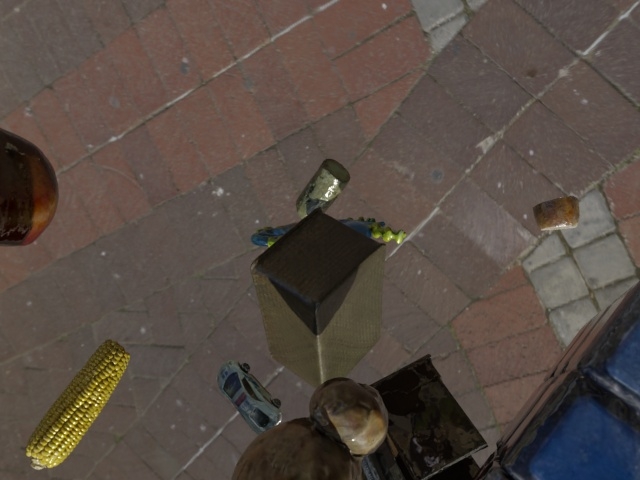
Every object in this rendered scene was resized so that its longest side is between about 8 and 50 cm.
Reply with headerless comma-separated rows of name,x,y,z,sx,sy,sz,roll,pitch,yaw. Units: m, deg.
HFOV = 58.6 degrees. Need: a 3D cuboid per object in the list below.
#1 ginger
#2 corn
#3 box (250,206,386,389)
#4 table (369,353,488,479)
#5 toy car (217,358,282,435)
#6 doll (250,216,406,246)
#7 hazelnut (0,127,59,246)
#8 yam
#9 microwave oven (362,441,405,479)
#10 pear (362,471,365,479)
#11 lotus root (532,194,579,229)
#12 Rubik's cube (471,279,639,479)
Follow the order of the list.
ginger,-0.002,0.313,0.650,0.155,0.244,0.304,17,117,49
corn,-0.365,0.247,0.865,0.067,0.067,0.206,26,67,12
box,0.006,0.110,0.993,0.143,0.184,0.273,28,143,29
table,0.269,0.485,1.386,0.196,0.282,0.251,-25,127,-6
toy car,-0.177,0.377,1.377,0.205,0.056,0.095,44,110,16
doll,0.000,0.000,1.422,0.341,0.345,0.099,6,103,54
hazelnut,-0.549,-0.091,0.904,0.251,0.217,0.217,17,116,-27
yam,0.002,-0.150,1.783,0.107,0.107,0.194,40,119,4
microwave oven,0.126,0.699,1.741,0.237,0.181,0.295,-30,80,32
pear,0.022,0.519,1.213,0.141,0.104,0.141,-3,83,25
lotus root,0.631,-0.070,1.533,0.112,0.122,0.081,-9,83,37
Rubik's cube,0.312,0.257,0.514,0.301,0.303,0.305,38,90,22
